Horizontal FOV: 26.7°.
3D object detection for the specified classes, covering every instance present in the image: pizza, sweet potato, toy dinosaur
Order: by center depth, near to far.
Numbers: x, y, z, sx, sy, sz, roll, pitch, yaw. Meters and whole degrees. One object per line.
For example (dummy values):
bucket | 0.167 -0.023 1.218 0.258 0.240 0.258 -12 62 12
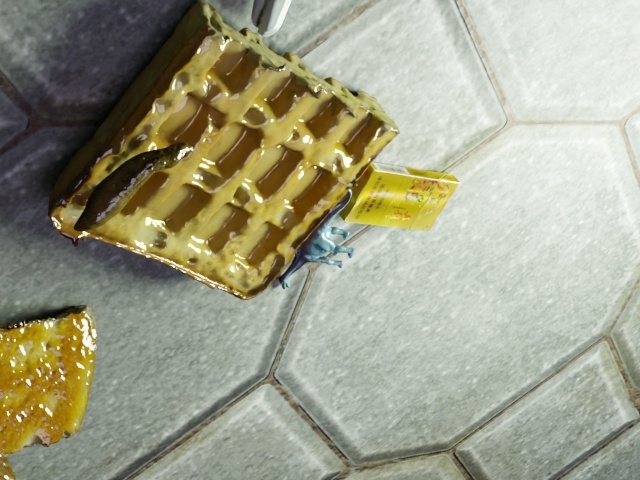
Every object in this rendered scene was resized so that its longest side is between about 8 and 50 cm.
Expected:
sweet potato | -0.201 -0.063 1.421 0.153 0.038 0.041 -38 162 -8
pizza | -0.391 0.158 1.542 0.297 0.071 0.189 -3 96 -42
toy dinosaur | 0.000 0.000 1.727 0.080 0.045 0.197 11 133 -23

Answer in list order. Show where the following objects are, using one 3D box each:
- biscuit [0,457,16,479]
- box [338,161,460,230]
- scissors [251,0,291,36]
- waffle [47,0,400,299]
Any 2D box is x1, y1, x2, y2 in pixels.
biscuit | -0.434 0.251 1.502 0.037 0.262 0.262 -38 141 13
box | 0.104 -0.056 1.770 0.156 0.022 0.089 8 125 -40
scissors | -0.026 -0.325 1.408 0.118 0.030 0.242 -4 126 -33
waffle | -0.110 -0.087 1.545 0.304 0.077 0.348 -48 139 15
